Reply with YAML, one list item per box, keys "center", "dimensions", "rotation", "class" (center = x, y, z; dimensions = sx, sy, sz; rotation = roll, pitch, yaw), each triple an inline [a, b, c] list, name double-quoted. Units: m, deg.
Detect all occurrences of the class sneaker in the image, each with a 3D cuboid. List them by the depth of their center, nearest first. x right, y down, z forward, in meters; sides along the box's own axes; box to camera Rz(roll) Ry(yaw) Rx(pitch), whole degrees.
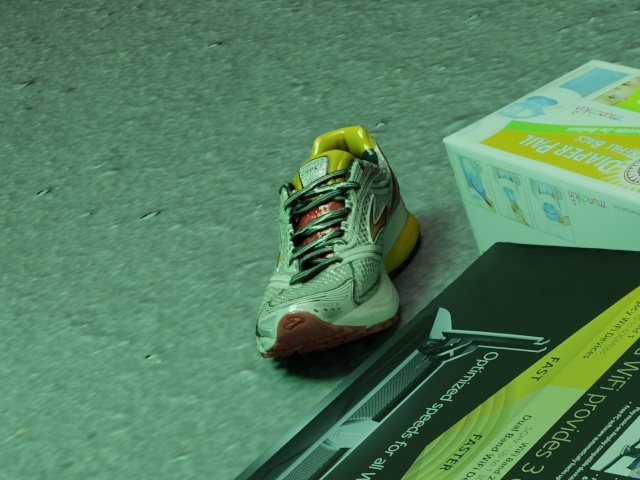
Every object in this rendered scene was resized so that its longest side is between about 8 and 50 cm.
- center: [0.000, 0.000, 1.144]
  dimensions: [0.088, 0.092, 0.225]
  rotation: [-15, 21, 15]
  class: "sneaker"

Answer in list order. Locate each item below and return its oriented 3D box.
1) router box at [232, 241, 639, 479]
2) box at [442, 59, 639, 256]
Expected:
- center: [0.080, 0.118, 0.747]
  dimensions: [0.243, 0.081, 0.309]
  rotation: [4, 36, 49]
  class: "router box"
- center: [0.173, -0.016, 0.996]
  dimensions: [0.114, 0.103, 0.203]
  rotation: [-29, 24, -20]
  class: "box"
